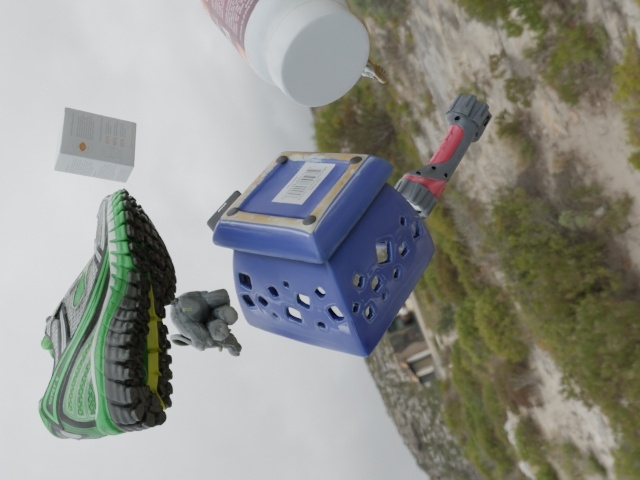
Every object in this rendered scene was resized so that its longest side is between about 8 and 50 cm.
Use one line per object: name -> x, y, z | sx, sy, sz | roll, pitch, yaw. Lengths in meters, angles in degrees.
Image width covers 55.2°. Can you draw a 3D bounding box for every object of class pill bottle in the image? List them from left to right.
pill bottle -> -0.080, -0.448, 1.224 | 0.392, 0.224, 0.224 | 54, 178, 37

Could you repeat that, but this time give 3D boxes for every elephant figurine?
elephant figurine -> -0.302, 0.223, 1.563 | 0.186, 0.169, 0.239 | 60, 158, 14

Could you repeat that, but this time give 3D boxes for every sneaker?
sneaker -> -0.266, 0.071, 0.739 | 0.134, 0.146, 0.343 | 68, -170, -46
sneaker -> 0.113, -0.380, 1.375 | 0.083, 0.037, 0.032 | 34, -115, -18

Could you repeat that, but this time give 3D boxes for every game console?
game console -> -0.217, -0.051, 1.580 | 0.071, 0.122, 0.107 | 43, 179, -40

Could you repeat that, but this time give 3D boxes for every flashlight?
flashlight -> 0.268, -0.194, 1.374 | 0.103, 0.304, 0.103 | 22, 165, 33

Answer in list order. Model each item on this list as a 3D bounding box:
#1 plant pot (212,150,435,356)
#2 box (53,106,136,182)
plant pot -> 0.000, 0.000, 0.903 | 0.236, 0.236, 0.212 | -52, -46, -33
box -> -0.544, -0.228, 1.482 | 0.170, 0.091, 0.130 | 9, -117, -28
